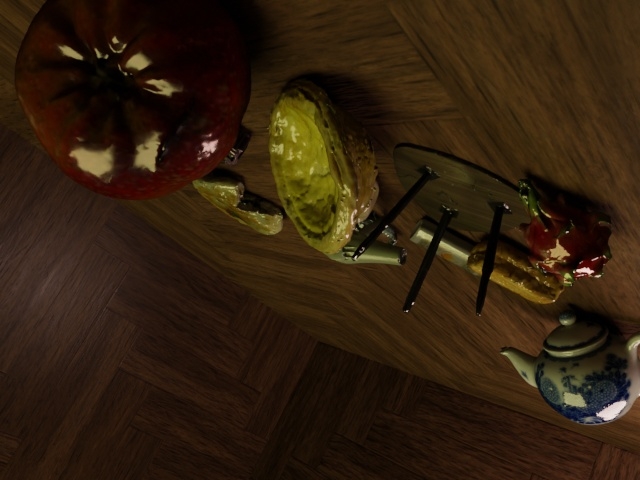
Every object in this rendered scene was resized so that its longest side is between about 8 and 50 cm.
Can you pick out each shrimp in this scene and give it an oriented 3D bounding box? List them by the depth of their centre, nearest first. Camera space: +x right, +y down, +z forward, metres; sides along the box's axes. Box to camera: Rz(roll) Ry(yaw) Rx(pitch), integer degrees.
[{"bbox_3d":[0.140,-0.042,1.586,0.174,0.076,0.082,29,-155,-19],"label":"shrimp"}]

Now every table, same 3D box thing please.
[{"bbox_3d":[0.237,0.013,1.223,0.317,0.249,0.317,26,164,8],"label":"table"}]

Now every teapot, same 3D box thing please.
[{"bbox_3d":[0.661,0.304,1.494,0.423,0.252,0.280,-15,100,41],"label":"teapot"}]

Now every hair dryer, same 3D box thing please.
[{"bbox_3d":[0.137,0.005,1.412,0.219,0.224,0.089,28,130,50],"label":"hair dryer"}]

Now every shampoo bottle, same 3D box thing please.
[{"bbox_3d":[0.332,0.025,1.452,0.227,0.056,0.086,29,160,-2],"label":"shampoo bottle"}]

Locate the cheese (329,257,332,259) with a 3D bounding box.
[{"bbox_3d":[0.000,0.000,1.949,0.064,0.043,0.194,2,148,47],"label":"cheese"}]

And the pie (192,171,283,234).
[{"bbox_3d":[-0.273,-0.122,1.958,0.337,0.075,0.337,26,164,8],"label":"pie"}]

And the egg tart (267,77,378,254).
[{"bbox_3d":[0.010,-0.152,1.174,0.345,0.132,0.346,47,147,46],"label":"egg tart"}]

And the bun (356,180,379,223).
[{"bbox_3d":[0.034,-0.113,1.397,0.193,0.128,0.178,28,165,7],"label":"bun"}]

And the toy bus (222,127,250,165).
[{"bbox_3d":[-0.261,-0.268,1.474,0.178,0.087,0.098,36,156,-19],"label":"toy bus"}]

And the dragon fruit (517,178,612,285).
[{"bbox_3d":[0.424,-0.019,1.056,0.236,0.135,0.137,56,159,-23],"label":"dragon fruit"}]

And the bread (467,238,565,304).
[{"bbox_3d":[0.446,0.071,1.359,0.210,0.083,0.114,30,167,-7],"label":"bread"}]

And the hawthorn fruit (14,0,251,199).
[{"bbox_3d":[-0.300,-0.276,1.066,0.402,0.403,0.403,26,164,8],"label":"hawthorn fruit"}]
